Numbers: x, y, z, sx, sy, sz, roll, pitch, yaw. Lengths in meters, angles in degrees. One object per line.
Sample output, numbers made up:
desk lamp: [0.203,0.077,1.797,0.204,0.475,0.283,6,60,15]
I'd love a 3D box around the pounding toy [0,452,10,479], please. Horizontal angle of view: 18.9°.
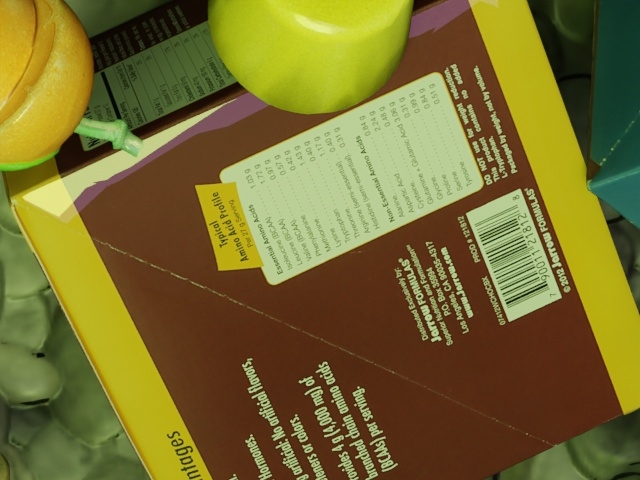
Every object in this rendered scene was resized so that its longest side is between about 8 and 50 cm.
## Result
pounding toy: [-0.215,0.068,0.702,0.206,0.181,0.094,2,112,-14]

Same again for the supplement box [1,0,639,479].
supplement box: [0.000,0.000,0.752,0.194,0.129,0.191,-25,116,-2]

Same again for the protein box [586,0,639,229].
protein box: [0.239,-0.056,0.711,0.200,0.136,0.201,-22,138,39]

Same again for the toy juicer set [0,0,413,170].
toy juicer set: [-0.117,-0.171,0.634,0.209,0.089,0.329,-22,84,-11]
